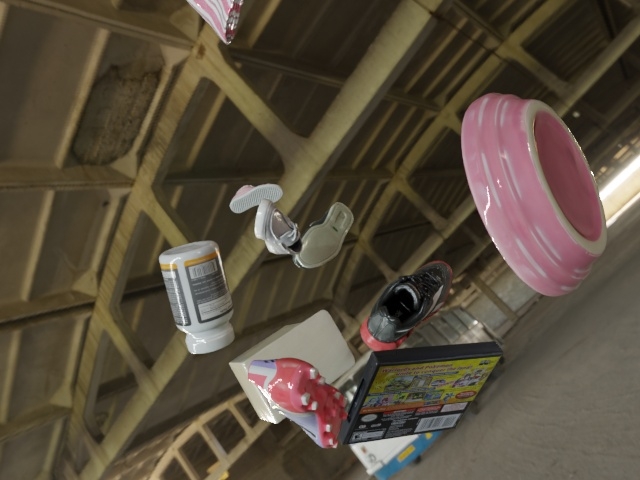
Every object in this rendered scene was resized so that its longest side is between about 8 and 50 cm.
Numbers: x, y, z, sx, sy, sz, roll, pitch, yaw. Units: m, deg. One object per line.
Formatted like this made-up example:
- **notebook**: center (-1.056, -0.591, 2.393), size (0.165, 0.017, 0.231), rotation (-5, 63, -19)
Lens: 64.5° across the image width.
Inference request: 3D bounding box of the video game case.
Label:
- **video game case**: center (0.192, 0.301, 0.998), size (0.274, 0.035, 0.249), rotation (1, -53, -21)

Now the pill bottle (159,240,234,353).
- **pill bottle**: center (-0.328, 0.152, 1.380), size (0.162, 0.279, 0.162), rotation (-10, 11, 2)

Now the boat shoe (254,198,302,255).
- **boat shoe**: center (-0.065, -0.014, 0.858), size (0.184, 0.063, 0.066), rotation (79, -156, -66)

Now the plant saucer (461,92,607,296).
- **plant saucer**: center (0.343, -0.084, 0.780), size (0.084, 0.333, 0.332), rotation (-26, -3, 42)

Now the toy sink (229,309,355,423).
- **toy sink**: center (-0.066, 0.284, 1.177), size (0.234, 0.153, 0.131), rotation (-31, 2, -27)

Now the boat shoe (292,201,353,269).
- **boat shoe**: center (0.000, 0.000, 1.135), size (0.079, 0.084, 0.233), rotation (-35, 10, 38)

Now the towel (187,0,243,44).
- **towel**: center (-0.149, -0.340, 0.609), size (0.029, 0.144, 0.197), rotation (-44, 4, -20)

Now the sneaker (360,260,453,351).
- **sneaker**: center (0.199, 0.117, 1.061), size (0.276, 0.097, 0.135), rotation (-36, -24, -31)

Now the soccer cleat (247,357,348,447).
- **soccer cleat**: center (-0.025, 0.237, 0.747), size (0.248, 0.095, 0.083), rotation (66, -139, -52)

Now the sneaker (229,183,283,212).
- **sneaker**: center (-0.149, -0.113, 1.206), size (0.134, 0.051, 0.070), rotation (-18, 30, 17)
